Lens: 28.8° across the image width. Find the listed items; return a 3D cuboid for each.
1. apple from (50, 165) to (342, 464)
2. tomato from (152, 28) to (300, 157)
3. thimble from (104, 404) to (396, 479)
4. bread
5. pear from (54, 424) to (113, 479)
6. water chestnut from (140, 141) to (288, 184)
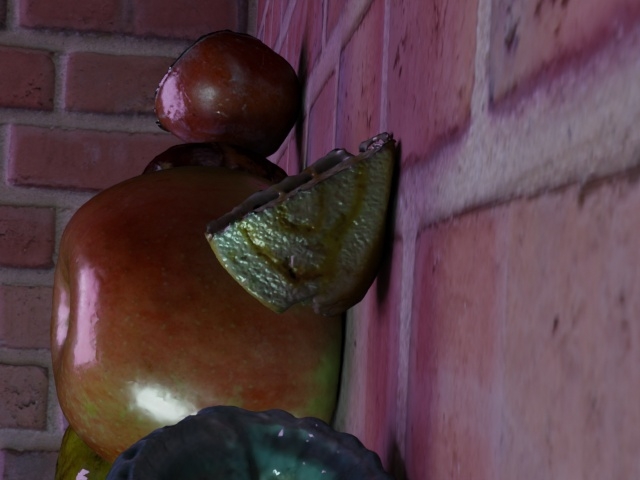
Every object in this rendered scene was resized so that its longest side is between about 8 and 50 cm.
[{"bbox_3d":[-0.122,0.086,1.199,0.319,0.277,0.319,-176,90,-82],"label":"apple"},{"bbox_3d":[-0.115,-0.190,1.777,0.155,0.214,0.181,45,120,23],"label":"tomato"},{"bbox_3d":[-0.048,0.205,0.785,0.235,0.198,0.143,-122,37,-70],"label":"thimble"},{"bbox_3d":[0.006,-0.001,0.924,0.110,0.156,0.103,61,-176,-5],"label":"bread"},{"bbox_3d":[-0.217,0.381,1.732,0.352,0.352,0.413,-95,4,-54],"label":"pear"},{"bbox_3d":[-0.153,0.005,1.703,0.244,0.289,0.289,32,-119,-85],"label":"water chestnut"}]
